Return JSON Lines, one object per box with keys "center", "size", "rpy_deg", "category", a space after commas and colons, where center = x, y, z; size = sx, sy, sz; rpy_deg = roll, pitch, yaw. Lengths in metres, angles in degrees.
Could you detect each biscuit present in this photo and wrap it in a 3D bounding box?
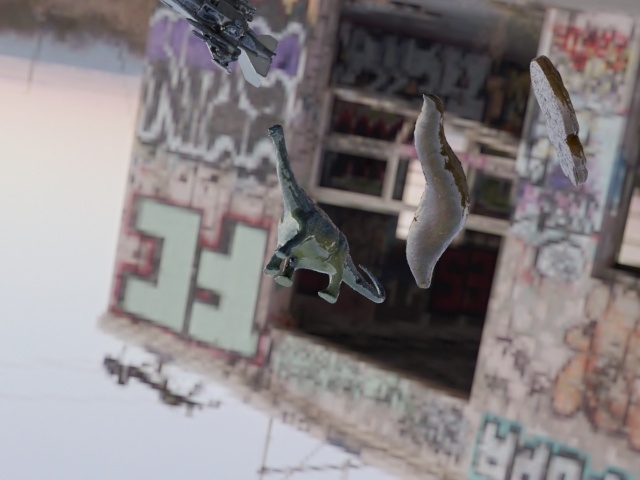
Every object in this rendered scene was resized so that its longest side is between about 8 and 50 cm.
{"center": [0.303, -0.154, 1.777], "size": [0.026, 0.175, 0.124], "rpy_deg": [-21, -151, 1], "category": "biscuit"}

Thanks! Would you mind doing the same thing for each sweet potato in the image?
{"center": [0.133, -0.058, 1.561], "size": [0.069, 0.249, 0.059], "rpy_deg": [-6, -141, -10], "category": "sweet potato"}

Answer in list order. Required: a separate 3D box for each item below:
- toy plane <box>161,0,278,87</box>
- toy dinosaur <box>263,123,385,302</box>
{"center": [-0.140, -0.297, 1.870], "size": [0.234, 0.082, 0.160], "rpy_deg": [42, -142, -23], "category": "toy plane"}
{"center": [-0.007, 0.006, 1.962], "size": [0.076, 0.147, 0.363], "rpy_deg": [2, 142, 39], "category": "toy dinosaur"}
